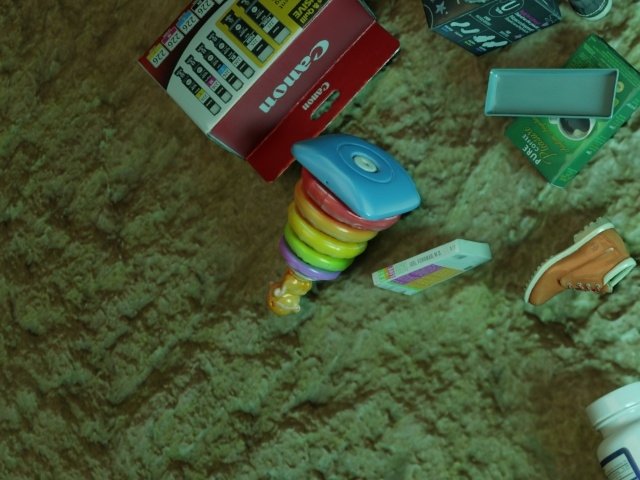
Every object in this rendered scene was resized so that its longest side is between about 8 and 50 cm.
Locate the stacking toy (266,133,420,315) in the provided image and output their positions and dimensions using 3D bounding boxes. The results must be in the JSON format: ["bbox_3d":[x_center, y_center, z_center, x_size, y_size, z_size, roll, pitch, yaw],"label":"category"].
[{"bbox_3d":[0.000,0.000,1.729,0.175,0.166,0.301,42,121,21],"label":"stacking toy"}]

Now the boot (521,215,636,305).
[{"bbox_3d":[0.340,0.049,1.520,0.158,0.059,0.084,-43,67,23],"label":"boot"}]

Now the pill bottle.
[{"bbox_3d":[0.406,0.274,1.412,0.112,0.112,0.186,-36,65,28],"label":"pill bottle"}]

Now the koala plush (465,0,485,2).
[{"bbox_3d":[0.141,-0.434,1.413,0.203,0.221,0.196,37,102,28],"label":"koala plush"}]

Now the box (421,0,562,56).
[{"bbox_3d":[0.218,-0.407,1.591,0.142,0.163,0.247,-20,74,29],"label":"box"}]

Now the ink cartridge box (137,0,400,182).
[{"bbox_3d":[-0.079,-0.291,1.774,0.309,0.130,0.272,-47,61,6],"label":"ink cartridge box"}]

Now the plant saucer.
[{"bbox_3d":[0.309,-0.196,1.542,0.192,0.018,0.067,7,87,38],"label":"plant saucer"}]

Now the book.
[{"bbox_3d":[0.157,0.036,1.627,0.144,0.096,0.035,-23,72,32],"label":"book"}]

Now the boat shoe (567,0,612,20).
[{"bbox_3d":[0.337,-0.398,1.564,0.075,0.065,0.206,-27,70,31],"label":"boat shoe"}]

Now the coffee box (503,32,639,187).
[{"bbox_3d":[0.345,-0.174,1.548,0.184,0.040,0.113,-51,57,20],"label":"coffee box"}]
